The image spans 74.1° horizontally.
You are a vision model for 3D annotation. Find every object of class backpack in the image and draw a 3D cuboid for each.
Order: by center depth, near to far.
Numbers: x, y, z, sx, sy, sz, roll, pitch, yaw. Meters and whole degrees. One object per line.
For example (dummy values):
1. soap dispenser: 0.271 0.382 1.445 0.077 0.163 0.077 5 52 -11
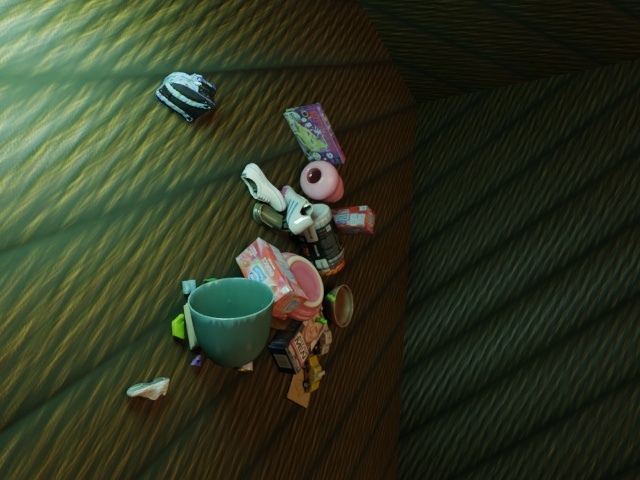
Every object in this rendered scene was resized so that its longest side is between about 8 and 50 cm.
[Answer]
1. backpack: -0.470 -0.510 1.465 0.173 0.158 0.117 23 59 -45

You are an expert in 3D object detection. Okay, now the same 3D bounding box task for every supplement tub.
1. supplement tub: 0.000 0.000 2.174 0.207 0.207 0.338 -55 133 -47

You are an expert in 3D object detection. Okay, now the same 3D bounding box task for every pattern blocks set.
1. pattern blocks set: -0.437 0.302 1.579 0.285 0.026 0.325 12 78 -59

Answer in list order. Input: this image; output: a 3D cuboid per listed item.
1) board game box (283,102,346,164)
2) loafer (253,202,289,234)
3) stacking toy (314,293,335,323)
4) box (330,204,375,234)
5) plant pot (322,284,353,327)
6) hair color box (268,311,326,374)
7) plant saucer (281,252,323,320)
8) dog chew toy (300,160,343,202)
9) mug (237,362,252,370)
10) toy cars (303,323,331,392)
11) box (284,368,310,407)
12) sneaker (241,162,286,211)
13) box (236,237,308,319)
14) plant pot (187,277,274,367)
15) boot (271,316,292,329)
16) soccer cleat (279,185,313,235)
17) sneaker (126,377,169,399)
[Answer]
1. board game box: -0.025 -0.530 2.168 0.347 0.208 0.056 59 41 -39
2. loafer: -0.213 -0.101 1.932 0.251 0.087 0.094 33 59 -55
3. stacking toy: -0.051 0.317 2.064 0.167 0.221 0.052 -62 161 -44
4. box: 0.170 -0.110 2.424 0.122 0.257 0.128 36 57 -51
5. plant pot: 0.087 0.368 2.395 0.237 0.110 0.237 9 79 -60
6. hair color box: -0.102 0.461 2.068 0.347 0.105 0.174 -54 133 -48
7. plant saucer: -0.096 0.199 1.939 0.332 0.084 0.332 36 39 -35
8. dog chew toy: 0.028 -0.295 2.262 0.332 0.207 0.206 26 66 -65
9. mug: -0.313 0.508 1.763 0.062 0.078 0.064 14 63 -26
10. toy cars: -0.001 0.602 2.225 0.176 0.087 0.393 61 35 -39
11. box: -0.103 0.732 2.131 0.201 0.021 0.164 50 47 -46
12. sneaker: -0.256 -0.212 1.860 0.258 0.094 0.091 49 55 -24
13. box: -0.200 0.155 1.730 0.154 0.142 0.300 35 17 -55
14. plant pot: -0.309 0.302 1.507 0.293 0.293 0.235 -34 131 -56
15. boot: -0.227 0.328 1.875 0.305 0.112 0.115 28 88 -49
16. soccer cleat: -0.101 -0.156 1.974 0.116 0.143 0.331 51 18 -41
17. sneaker: -0.546 0.483 1.354 0.152 0.054 0.061 8 84 -60
